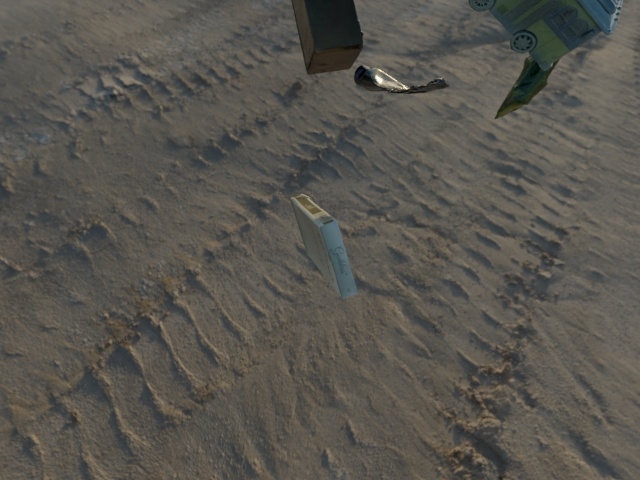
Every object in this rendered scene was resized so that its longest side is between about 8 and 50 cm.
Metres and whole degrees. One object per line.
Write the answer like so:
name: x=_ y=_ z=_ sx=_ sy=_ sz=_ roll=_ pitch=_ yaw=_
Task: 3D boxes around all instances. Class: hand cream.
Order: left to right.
hand cream: x=0.113 y=-0.240 z=0.630 sx=0.062 sy=0.039 sz=0.163 roll=-11 pitch=30 yaw=-33

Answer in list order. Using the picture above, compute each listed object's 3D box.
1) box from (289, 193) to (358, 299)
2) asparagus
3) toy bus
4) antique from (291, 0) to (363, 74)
box: x=0.000 y=-0.001 z=0.612 sx=0.029 sy=0.109 sz=0.198 roll=-20 pitch=20 yaw=-9
asparagus: x=0.594 y=-0.475 z=1.112 sx=0.082 sy=0.343 sz=0.085 roll=1 pitch=34 yaw=-50
toy bus: x=0.482 y=-0.553 z=0.906 sx=0.312 sy=0.190 sz=0.152 roll=35 pitch=68 yaw=-17
antique: x=-0.008 y=-0.450 z=0.688 sx=0.087 sy=0.093 sz=0.310 roll=-13 pitch=92 yaw=-10
